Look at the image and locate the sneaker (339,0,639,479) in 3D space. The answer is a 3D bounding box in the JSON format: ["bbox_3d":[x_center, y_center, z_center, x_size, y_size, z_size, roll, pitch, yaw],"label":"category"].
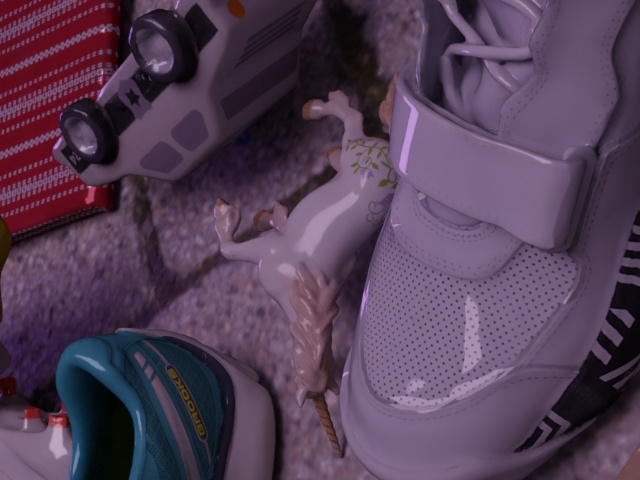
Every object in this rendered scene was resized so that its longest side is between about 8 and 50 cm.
[{"bbox_3d":[0.061,-0.083,0.474,0.137,0.210,0.366,33,99,46],"label":"sneaker"}]

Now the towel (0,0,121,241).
[{"bbox_3d":[-0.199,-0.128,0.882,0.199,0.031,0.275,-16,66,38],"label":"towel"}]

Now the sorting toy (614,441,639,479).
[{"bbox_3d":[0.138,0.107,0.470,0.062,0.012,0.083,-56,41,7],"label":"sorting toy"}]

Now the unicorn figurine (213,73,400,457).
[{"bbox_3d":[0.000,0.000,0.613,0.162,0.060,0.111,-61,39,14],"label":"unicorn figurine"}]

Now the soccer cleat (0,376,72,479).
[{"bbox_3d":[-0.177,0.123,0.742,0.196,0.068,0.076,4,97,49],"label":"soccer cleat"}]

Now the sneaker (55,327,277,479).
[{"bbox_3d":[-0.094,0.176,0.606,0.107,0.110,0.275,-17,64,40],"label":"sneaker"}]

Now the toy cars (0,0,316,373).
[{"bbox_3d":[-0.138,-0.011,0.695,0.393,0.176,0.087,-38,93,10],"label":"toy cars"}]
